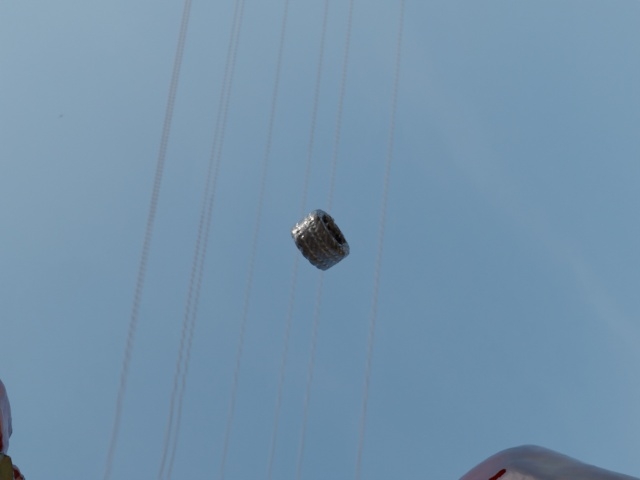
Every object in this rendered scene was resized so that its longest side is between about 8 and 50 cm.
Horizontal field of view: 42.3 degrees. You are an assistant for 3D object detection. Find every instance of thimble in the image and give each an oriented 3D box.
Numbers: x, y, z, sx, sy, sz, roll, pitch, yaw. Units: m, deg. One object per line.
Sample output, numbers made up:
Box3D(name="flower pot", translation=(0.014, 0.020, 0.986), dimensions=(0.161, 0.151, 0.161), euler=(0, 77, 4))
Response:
Box3D(name="thimble", translation=(0.000, 0.001, 1.387), dimensions=(0.095, 0.066, 0.104), euler=(55, -167, 5))

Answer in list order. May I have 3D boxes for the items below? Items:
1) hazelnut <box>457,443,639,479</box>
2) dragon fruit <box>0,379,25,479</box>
Box3D(name="hazelnut", translation=(0.320, 0.447, 0.997), dimensions=(0.429, 0.402, 0.402), euler=(25, -119, 19))
Box3D(name="dragon fruit", translation=(-0.275, 0.100, 0.458), dimensions=(0.193, 0.274, 0.192), euler=(-56, -29, 4))
